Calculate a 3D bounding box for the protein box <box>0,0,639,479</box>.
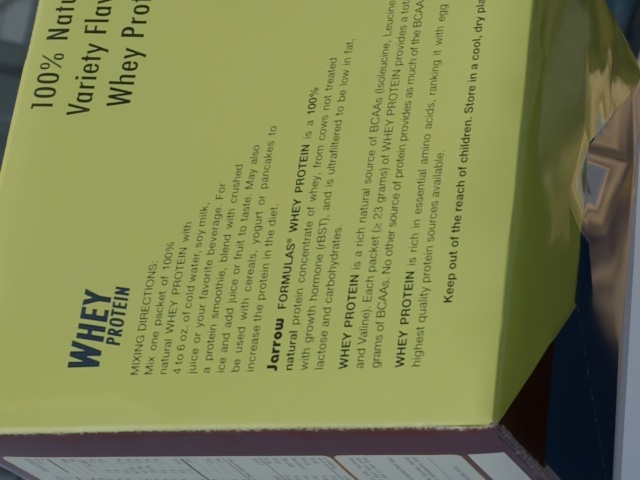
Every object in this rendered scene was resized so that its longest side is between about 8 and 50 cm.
[{"bbox_3d":[0.000,0.000,0.668,0.201,0.200,0.136,-4,153,24],"label":"protein box"}]
